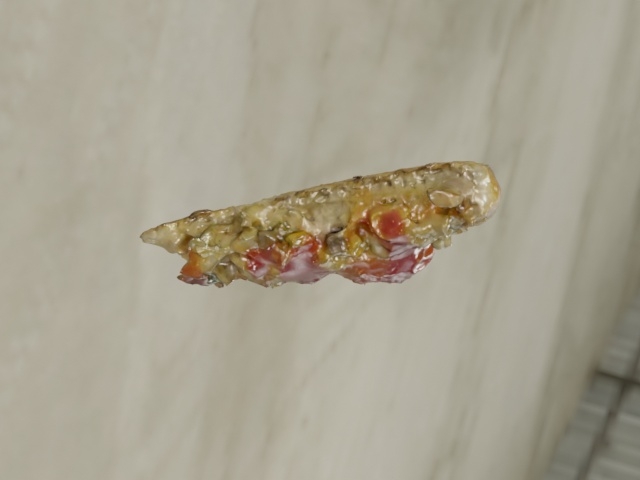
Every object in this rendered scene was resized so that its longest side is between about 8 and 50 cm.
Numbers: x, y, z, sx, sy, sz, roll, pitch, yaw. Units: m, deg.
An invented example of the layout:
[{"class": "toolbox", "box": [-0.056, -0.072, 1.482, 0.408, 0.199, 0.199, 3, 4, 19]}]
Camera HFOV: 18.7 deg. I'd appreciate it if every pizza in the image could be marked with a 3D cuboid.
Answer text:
[{"class": "pizza", "box": [0.000, 0.000, 1.086, 0.188, 0.199, 0.062, 142, -61, -81]}]
